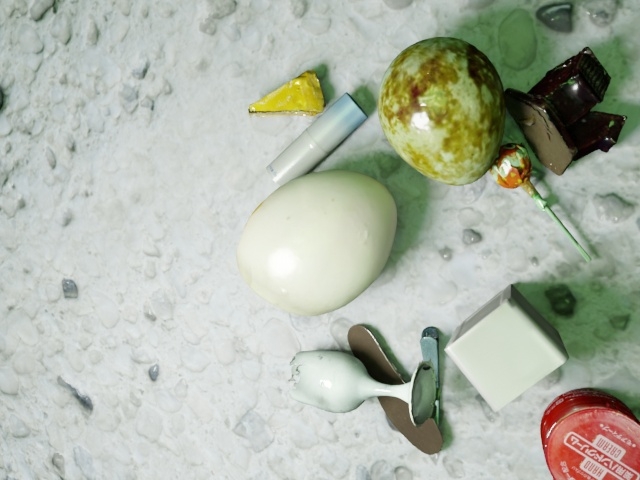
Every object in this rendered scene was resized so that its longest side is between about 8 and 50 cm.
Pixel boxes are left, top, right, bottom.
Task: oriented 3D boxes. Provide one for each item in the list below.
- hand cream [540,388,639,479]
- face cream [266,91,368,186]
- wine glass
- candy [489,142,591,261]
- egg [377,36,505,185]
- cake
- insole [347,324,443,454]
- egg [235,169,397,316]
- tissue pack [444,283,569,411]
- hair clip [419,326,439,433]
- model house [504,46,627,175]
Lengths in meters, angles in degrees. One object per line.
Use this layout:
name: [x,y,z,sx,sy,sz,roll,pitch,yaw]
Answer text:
hand cream: [0.524,0.391,1.012,0.193,0.125,0.193,1,92,20]
face cream: [-0.009,-0.221,1.195,0.250,0.077,0.077,-40,80,16]
wine glass: [0.085,0.307,1.131,0.321,0.143,0.144,-2,92,34]
candy: [0.445,-0.075,1.050,0.288,0.078,0.084,51,123,6]
egg: [0.241,-0.246,1.025,0.238,0.238,0.290,-30,92,18]
cake: [-0.068,-0.301,1.216,0.184,0.079,0.116,-31,80,9]
insole: [0.159,0.332,1.180,0.111,0.007,0.328,-42,76,36]
egg: [0.000,0.000,1.096,0.345,0.283,0.283,-37,81,15]
tissue pack: [0.348,0.190,1.001,0.159,0.246,0.136,-44,78,16]
hair clip: [0.246,0.307,1.148,0.039,0.070,0.230,-5,98,16]
model house: [0.483,-0.248,1.016,0.164,0.141,0.203,-35,102,-5]
